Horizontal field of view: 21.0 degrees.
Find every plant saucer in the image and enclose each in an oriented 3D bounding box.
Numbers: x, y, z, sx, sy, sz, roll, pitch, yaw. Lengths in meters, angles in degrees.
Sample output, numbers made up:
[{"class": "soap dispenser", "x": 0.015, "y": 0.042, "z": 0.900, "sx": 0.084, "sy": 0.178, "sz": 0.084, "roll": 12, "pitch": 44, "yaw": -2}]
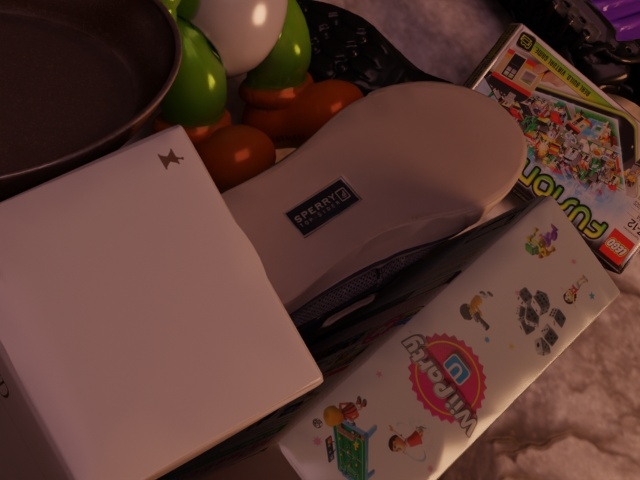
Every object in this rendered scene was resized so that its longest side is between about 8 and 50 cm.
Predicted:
[{"class": "plant saucer", "x": -0.241, "y": -0.100, "z": 1.087, "sx": 0.310, "sy": 0.050, "sz": 0.311, "roll": 0, "pitch": 36, "yaw": 0}]

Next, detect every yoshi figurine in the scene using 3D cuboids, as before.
[{"class": "yoshi figurine", "x": -0.061, "y": -0.226, "z": 1.245, "sx": 0.203, "sy": 0.203, "sz": 0.362, "roll": -15, "pitch": 108, "yaw": 1}]

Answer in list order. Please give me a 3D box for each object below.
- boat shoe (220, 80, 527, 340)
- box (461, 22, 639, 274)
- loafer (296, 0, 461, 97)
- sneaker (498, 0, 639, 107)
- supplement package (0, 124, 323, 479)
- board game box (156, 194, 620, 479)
[{"class": "boat shoe", "x": 0.000, "y": 0.000, "z": 1.280, "sx": 0.340, "sy": 0.158, "sz": 0.127, "roll": -26, "pitch": 72, "yaw": -36}, {"class": "box", "x": 0.210, "y": -0.078, "z": 1.474, "sx": 0.207, "sy": 0.036, "sz": 0.114, "roll": 38, "pitch": 89, "yaw": -12}, {"class": "loafer", "x": 0.048, "y": -0.119, "z": 1.404, "sx": 0.223, "sy": 0.078, "sz": 0.076, "roll": 31, "pitch": 64, "yaw": 6}, {"class": "sneaker", "x": 0.224, "y": -0.199, "z": 1.523, "sx": 0.293, "sy": 0.102, "sz": 0.146, "roll": 26, "pitch": 61, "yaw": -20}, {"class": "supplement package", "x": -0.168, "y": 0.083, "z": 1.064, "sx": 0.175, "sy": 0.293, "sz": 0.177, "roll": -27, "pitch": 85, "yaw": -35}, {"class": "board game box", "x": 0.037, "y": 0.110, "z": 1.218, "sx": 0.303, "sy": 0.224, "sz": 0.097, "roll": -39, "pitch": 95, "yaw": -35}]
